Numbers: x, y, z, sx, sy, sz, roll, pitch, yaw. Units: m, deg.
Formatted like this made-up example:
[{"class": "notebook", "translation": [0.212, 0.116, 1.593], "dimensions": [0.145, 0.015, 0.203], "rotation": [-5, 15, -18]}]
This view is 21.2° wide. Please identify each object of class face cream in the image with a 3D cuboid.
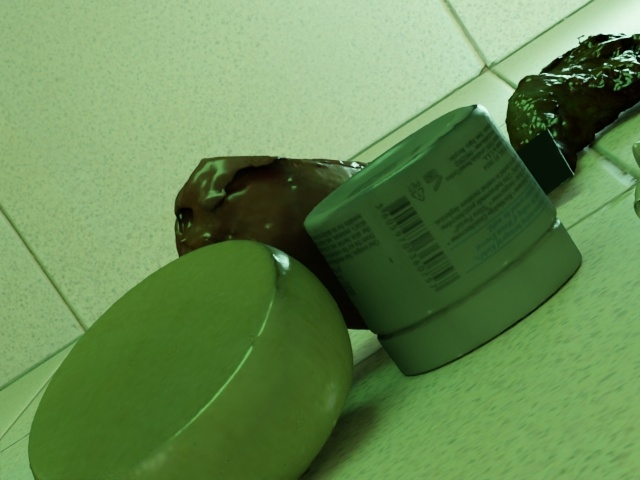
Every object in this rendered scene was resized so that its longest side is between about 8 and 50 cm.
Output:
[{"class": "face cream", "translation": [0.095, -0.003, 1.363], "dimensions": [0.177, 0.153, 0.177], "rotation": [-34, 5, 3]}]

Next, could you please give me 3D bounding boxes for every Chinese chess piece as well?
[{"class": "Chinese chess piece", "translation": [-0.099, 0.119, 1.305], "dimensions": [0.273, 0.102, 0.273], "rotation": [-31, 29, 19]}]

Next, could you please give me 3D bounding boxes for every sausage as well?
[{"class": "sausage", "translation": [0.000, 0.000, 1.504], "dimensions": [0.279, 0.152, 0.152], "rotation": [7, -21, -35]}]

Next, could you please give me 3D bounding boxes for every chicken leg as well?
[{"class": "chicken leg", "translation": [0.291, -0.146, 1.845], "dimensions": [0.322, 0.083, 0.177], "rotation": [-34, 24, -30]}]

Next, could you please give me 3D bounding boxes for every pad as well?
[{"class": "pad", "translation": [0.162, -0.031, 1.688], "dimensions": [0.190, 0.004, 0.127], "rotation": [-38, 22, 13]}]

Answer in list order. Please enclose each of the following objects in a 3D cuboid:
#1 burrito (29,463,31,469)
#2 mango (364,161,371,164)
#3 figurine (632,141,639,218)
[{"class": "burrito", "translation": [-0.289, 0.240, 1.995], "dimensions": [0.074, 0.044, 0.118], "rotation": [-34, 1, -43]}, {"class": "mango", "translation": [0.014, -0.034, 2.208], "dimensions": [0.251, 0.114, 0.156], "rotation": [-33, -1, 19]}, {"class": "figurine", "translation": [0.288, -0.083, 1.384], "dimensions": [0.083, 0.083, 0.187], "rotation": [-29, 17, 38]}]
